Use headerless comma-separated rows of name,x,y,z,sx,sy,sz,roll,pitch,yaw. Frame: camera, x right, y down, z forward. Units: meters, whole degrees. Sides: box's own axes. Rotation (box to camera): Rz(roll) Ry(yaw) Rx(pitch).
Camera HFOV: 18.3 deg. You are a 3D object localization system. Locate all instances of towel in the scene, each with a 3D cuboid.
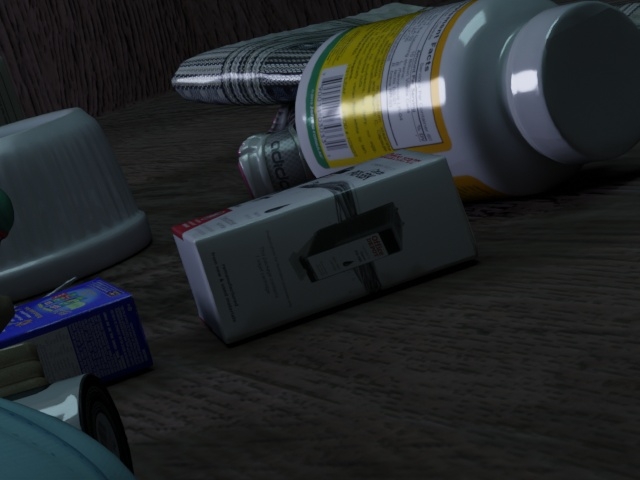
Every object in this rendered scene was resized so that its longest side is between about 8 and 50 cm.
towel,0.107,-0.147,1.481,0.312,0.056,0.324,2,12,41

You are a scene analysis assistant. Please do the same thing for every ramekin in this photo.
ramekin,-0.235,-0.020,1.426,0.207,0.109,0.207,-17,9,3

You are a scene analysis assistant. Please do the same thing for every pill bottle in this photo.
pill bottle,0.089,-0.081,1.151,0.117,0.118,0.208,-23,10,-35

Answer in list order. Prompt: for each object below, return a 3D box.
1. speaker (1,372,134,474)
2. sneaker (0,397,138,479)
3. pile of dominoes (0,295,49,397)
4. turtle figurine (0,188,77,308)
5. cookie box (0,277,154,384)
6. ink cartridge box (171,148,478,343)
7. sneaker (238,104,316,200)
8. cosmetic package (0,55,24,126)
speaker,-0.140,0.092,0.718,0.136,0.055,0.055,-16,9,9
sneaker,-0.198,0.098,0.439,0.366,0.135,0.150,-3,6,26
pile of dominoes,-0.227,0.098,0.785,0.251,0.040,0.196,-17,-15,-10
turtle figurine,-0.252,0.028,1.171,0.234,0.118,0.175,-22,8,7
cookie box,-0.147,0.057,0.991,0.107,0.040,0.092,-19,9,-14
ink cartridge box,0.000,0.000,1.014,0.135,0.056,0.099,-19,8,-9
sneaker,0.001,-0.069,1.443,0.074,0.063,0.170,-10,12,20
cosmetic package,-0.379,-0.035,1.635,0.113,0.160,0.309,-11,10,42
